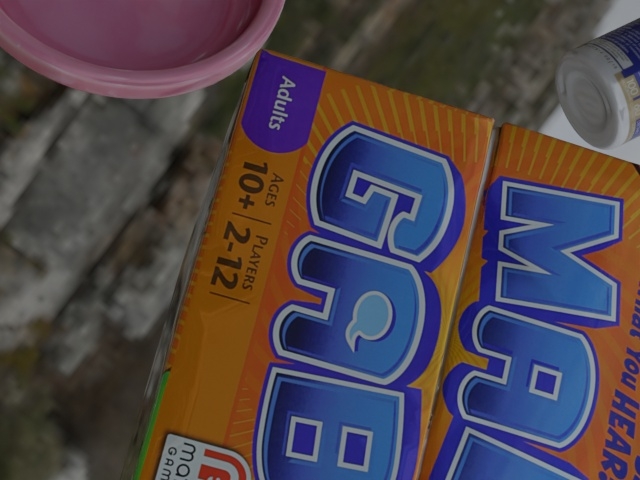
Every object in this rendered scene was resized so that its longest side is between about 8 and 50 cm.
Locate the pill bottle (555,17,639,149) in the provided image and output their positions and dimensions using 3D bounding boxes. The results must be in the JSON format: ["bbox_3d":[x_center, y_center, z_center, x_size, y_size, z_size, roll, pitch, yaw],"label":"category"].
[{"bbox_3d":[0.349,-0.178,1.991,0.187,0.112,0.112,-26,171,-20],"label":"pill bottle"}]

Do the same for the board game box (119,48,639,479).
[{"bbox_3d":[0.050,0.137,1.427,0.356,0.356,0.356,118,-12,-64],"label":"board game box"}]

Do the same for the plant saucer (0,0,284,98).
[{"bbox_3d":[-0.199,-0.269,1.860,0.332,0.332,0.084,-54,176,-33],"label":"plant saucer"}]
